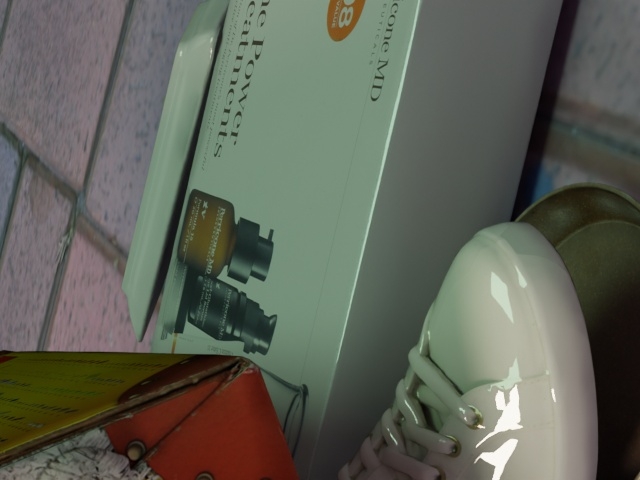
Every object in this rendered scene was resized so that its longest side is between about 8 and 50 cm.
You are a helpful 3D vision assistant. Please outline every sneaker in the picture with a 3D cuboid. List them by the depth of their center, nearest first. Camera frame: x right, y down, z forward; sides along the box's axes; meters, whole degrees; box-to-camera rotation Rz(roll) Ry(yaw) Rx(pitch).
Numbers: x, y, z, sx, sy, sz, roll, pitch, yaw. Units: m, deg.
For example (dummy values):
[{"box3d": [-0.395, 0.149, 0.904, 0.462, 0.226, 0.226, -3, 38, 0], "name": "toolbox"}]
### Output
[{"box3d": [0.044, 0.130, 0.655, 0.106, 0.123, 0.290, -133, 46, -55], "name": "sneaker"}]

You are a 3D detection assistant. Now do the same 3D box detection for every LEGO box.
[{"box3d": [-0.142, 0.262, 0.747, 0.500, 0.193, 0.372, -8, 102, 66], "name": "LEGO box"}]

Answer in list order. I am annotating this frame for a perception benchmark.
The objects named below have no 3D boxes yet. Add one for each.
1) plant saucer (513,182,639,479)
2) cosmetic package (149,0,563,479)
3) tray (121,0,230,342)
[{"box3d": [0.127, 0.057, 0.685, 0.168, 0.029, 0.168, -31, 54, 54], "name": "plant saucer"}, {"box3d": [0.000, 0.000, 0.868, 0.284, 0.097, 0.377, 19, 97, 62], "name": "cosmetic package"}, {"box3d": [-0.111, -0.067, 1.084, 0.145, 0.030, 0.270, -77, 4, -60], "name": "tray"}]
